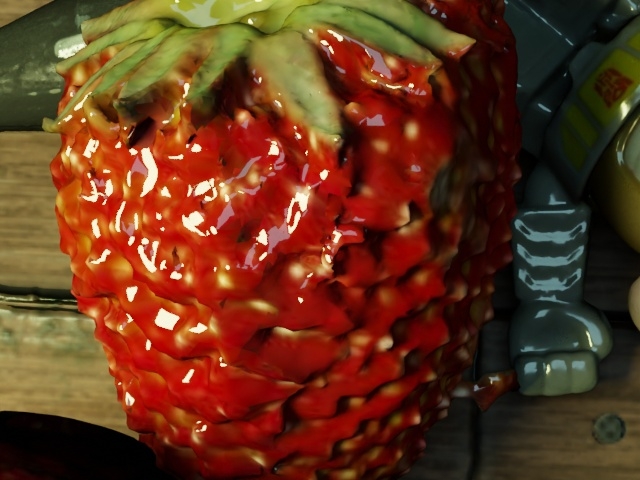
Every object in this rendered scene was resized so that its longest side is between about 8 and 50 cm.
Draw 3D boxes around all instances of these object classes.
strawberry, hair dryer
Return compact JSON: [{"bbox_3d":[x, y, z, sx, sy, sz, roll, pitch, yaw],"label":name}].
[{"bbox_3d":[0.002,0.000,1.032,0.292,0.343,0.292,-15,33,10],"label":"strawberry"},{"bbox_3d":[-0.159,-0.019,1.151,0.235,0.091,0.272,-13,79,8],"label":"hair dryer"}]

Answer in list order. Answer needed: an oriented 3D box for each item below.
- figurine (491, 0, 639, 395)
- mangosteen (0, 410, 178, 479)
[{"bbox_3d":[0.211,-0.069,1.098,0.285,0.167,0.342,45,124,15],"label":"figurine"},{"bbox_3d":[-0.195,0.262,0.932,0.421,0.381,0.381,9,73,35],"label":"mangosteen"}]
